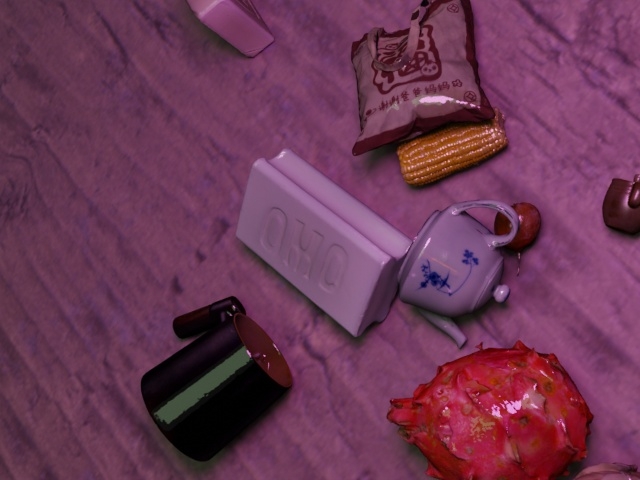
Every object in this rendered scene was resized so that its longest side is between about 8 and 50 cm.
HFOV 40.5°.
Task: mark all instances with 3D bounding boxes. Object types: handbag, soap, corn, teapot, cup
[{"bbox_3d":[0.137,-0.244,1.284,0.213,0.127,0.235,-18,58,24],"label":"handbag"},{"bbox_3d":[0.000,0.000,1.296,0.265,0.087,0.160,39,132,25],"label":"soap"},{"bbox_3d":[0.195,-0.140,1.281,0.165,0.063,0.085,-19,44,21],"label":"corn"},{"bbox_3d":[0.435,-0.043,1.153,0.110,0.085,0.080,21,91,6],"label":"teapot"},{"bbox_3d":[-0.161,-0.385,1.421,0.064,0.183,0.121,-36,69,14],"label":"soap"},{"bbox_3d":[-0.173,0.189,1.336,0.177,0.166,0.239,-39,69,10],"label":"cup"},{"bbox_3d":[0.199,0.039,1.206,0.159,0.159,0.232,37,126,25],"label":"teapot"}]

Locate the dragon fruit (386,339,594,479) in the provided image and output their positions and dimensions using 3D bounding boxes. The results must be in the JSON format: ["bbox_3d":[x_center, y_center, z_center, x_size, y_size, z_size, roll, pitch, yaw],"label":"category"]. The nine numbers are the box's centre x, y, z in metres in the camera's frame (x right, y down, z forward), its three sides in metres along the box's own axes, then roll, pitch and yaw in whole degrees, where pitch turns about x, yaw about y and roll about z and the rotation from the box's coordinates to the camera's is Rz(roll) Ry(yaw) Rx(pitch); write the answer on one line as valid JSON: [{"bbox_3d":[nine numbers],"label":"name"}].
[{"bbox_3d":[0.216,0.238,1.129,0.268,0.205,0.210,-5,86,21],"label":"dragon fruit"}]

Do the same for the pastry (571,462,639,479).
[{"bbox_3d":[0.372,0.402,1.041,0.265,0.133,0.265,-18,63,41],"label":"pastry"}]

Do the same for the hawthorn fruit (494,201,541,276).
[{"bbox_3d":[0.281,-0.002,1.223,0.067,0.067,0.103,-9,89,23],"label":"hawthorn fruit"}]
